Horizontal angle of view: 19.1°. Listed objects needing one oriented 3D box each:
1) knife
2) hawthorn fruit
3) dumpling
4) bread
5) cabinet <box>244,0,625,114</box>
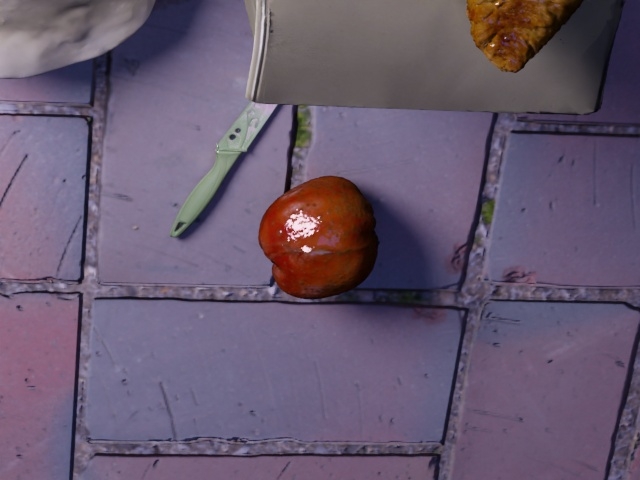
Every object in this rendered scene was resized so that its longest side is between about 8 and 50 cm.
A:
[{"bbox_3d":[-0.092,-0.082,1.843,0.030,0.014,0.207,28,112,-24],"label":"knife"},{"bbox_3d":[0.000,0.000,1.851,0.128,0.128,0.128,-4,122,-7],"label":"hawthorn fruit"},{"bbox_3d":[-0.219,-0.253,1.611,0.318,0.187,0.242,-17,119,-2],"label":"dumpling"},{"bbox_3d":[0.161,-0.232,1.375,0.105,0.076,0.233,9,129,-1],"label":"bread"},{"bbox_3d":[0.077,-0.281,1.567,0.290,0.318,0.227,1,123,-9],"label":"cabinet"}]
